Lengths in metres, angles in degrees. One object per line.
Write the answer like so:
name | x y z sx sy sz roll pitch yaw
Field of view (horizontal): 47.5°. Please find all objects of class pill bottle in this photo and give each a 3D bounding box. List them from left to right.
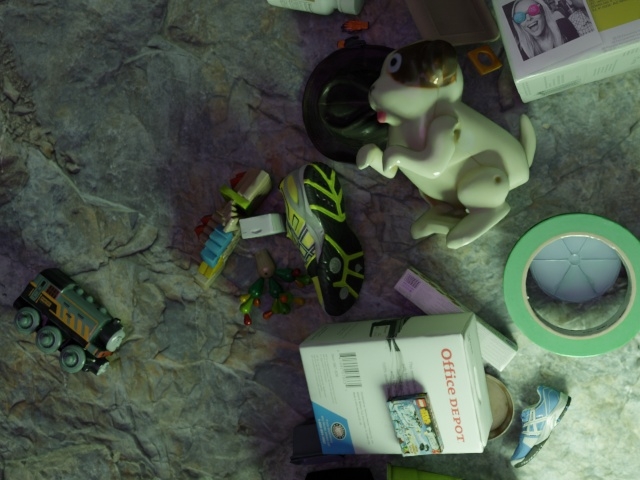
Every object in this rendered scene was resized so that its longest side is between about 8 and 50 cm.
pill bottle | -0.010 -0.619 1.765 0.229 0.131 0.131 15 98 15

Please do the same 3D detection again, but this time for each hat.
hat | 0.095 -0.331 1.751 0.331 0.134 0.331 1 93 17

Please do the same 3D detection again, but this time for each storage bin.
storage bin | -0.007 0.520 1.864 0.135 0.098 0.091 -12 62 18

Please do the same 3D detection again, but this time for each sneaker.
sneaker | 0.000 0.000 1.820 0.147 0.145 0.384 -8 94 48
sneaker | 0.503 0.438 1.711 0.081 0.080 0.211 32 92 19

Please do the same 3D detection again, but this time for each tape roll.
tape roll | 0.574 0.097 1.629 0.321 0.077 0.321 1 94 16

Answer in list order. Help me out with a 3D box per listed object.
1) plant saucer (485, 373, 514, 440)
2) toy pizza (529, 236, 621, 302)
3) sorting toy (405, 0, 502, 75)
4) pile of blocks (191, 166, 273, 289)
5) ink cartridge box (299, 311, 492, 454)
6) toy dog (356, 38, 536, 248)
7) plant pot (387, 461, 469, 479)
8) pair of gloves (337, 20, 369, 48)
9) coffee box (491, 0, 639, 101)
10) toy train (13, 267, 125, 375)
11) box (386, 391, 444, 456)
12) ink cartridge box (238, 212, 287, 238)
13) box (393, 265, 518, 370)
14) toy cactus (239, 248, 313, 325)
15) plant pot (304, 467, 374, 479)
plant saucer | 0.384 0.401 1.764 0.168 0.029 0.168 1 94 18
toy pizza | 0.586 0.043 1.678 0.201 0.032 0.201 1 94 16
sorting toy | 0.295 -0.518 1.675 0.196 0.047 0.347 -15 73 -22
pile of blocks | -0.260 -0.047 1.868 0.113 0.149 0.362 34 103 12
ink cartridge box | 0.182 0.338 1.712 0.395 0.166 0.285 -7 101 23
toy dog | 0.270 -0.239 1.586 0.395 0.284 0.408 -34 105 -1
plant pot | 0.326 0.705 1.659 0.353 0.366 0.366 1 94 5
pair of gloves | 0.081 -0.507 1.790 0.074 0.010 0.083 3 69 19
coffee box | 0.531 -0.510 1.500 0.338 0.338 0.334 -16 89 18
toy train | -0.702 0.227 2.031 0.334 0.142 0.190 36 93 12
box | 0.210 0.408 1.611 0.094 0.027 0.137 -13 100 26
ink cartridge box | -0.141 -0.038 1.845 0.089 0.122 0.052 -11 91 17
box | 0.324 0.184 1.750 0.324 0.063 0.067 37 105 12
toy cactus | -0.131 0.111 1.873 0.219 0.112 0.180 -29 75 25
plant pot | 0.065 0.668 1.806 0.167 0.187 0.188 -20 87 6
